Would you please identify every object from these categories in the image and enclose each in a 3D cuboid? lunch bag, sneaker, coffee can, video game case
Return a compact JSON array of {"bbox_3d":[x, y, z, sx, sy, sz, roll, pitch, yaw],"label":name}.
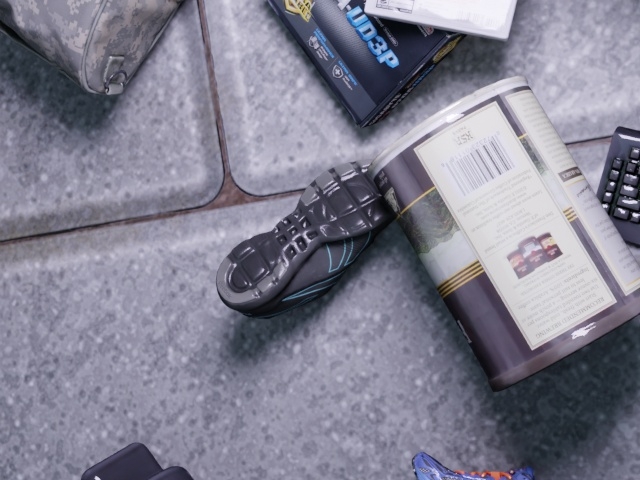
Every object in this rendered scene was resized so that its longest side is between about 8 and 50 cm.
[{"bbox_3d":[-0.314,-0.346,1.454,0.305,0.212,0.256,34,103,16],"label":"lunch bag"},{"bbox_3d":[0.208,0.291,1.381,0.221,0.083,0.087,24,88,12],"label":"sneaker"},{"bbox_3d":[0.203,-0.007,1.291,0.201,0.201,0.275,-32,82,19],"label":"coffee can"},{"bbox_3d":[0.138,-0.295,1.283,0.157,0.019,0.143,13,88,13],"label":"video game case"},{"bbox_3d":[0.000,0.000,1.428,0.267,0.106,0.101,-33,58,-1],"label":"sneaker"}]

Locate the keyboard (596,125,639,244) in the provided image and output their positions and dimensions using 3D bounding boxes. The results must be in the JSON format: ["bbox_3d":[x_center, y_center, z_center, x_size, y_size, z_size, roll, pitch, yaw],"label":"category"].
[{"bbox_3d":[0.463,-0.062,1.283,0.317,0.033,0.201,17,99,18],"label":"keyboard"}]

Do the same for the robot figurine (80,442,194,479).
[{"bbox_3d":[-0.190,0.388,1.477,0.173,0.209,0.278,-36,79,-4],"label":"robot figurine"}]

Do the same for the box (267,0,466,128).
[{"bbox_3d":[0.045,-0.266,1.380,0.220,0.051,0.175,56,132,9],"label":"box"}]
